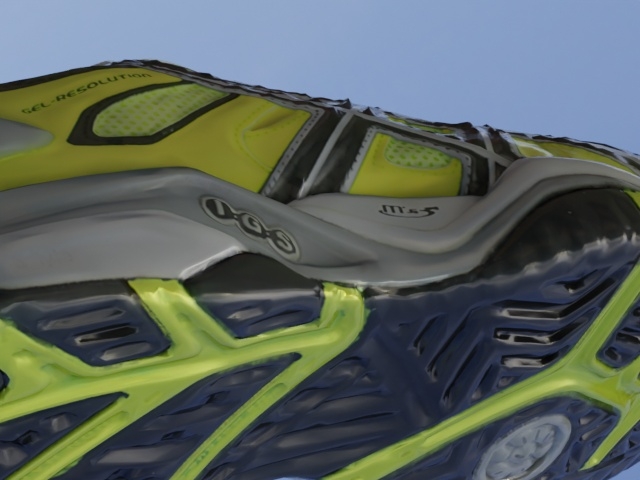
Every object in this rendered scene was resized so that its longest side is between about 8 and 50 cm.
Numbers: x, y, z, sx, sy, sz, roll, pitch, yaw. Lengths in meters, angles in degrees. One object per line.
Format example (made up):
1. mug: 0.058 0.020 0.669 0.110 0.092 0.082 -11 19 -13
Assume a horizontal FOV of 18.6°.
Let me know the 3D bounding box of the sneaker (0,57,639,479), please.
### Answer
1. sneaker: 0.000 0.000 0.618 0.147 0.385 0.145 56 -52 37
